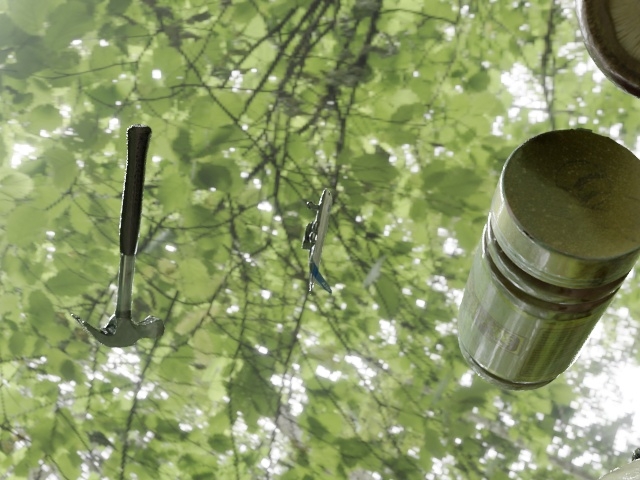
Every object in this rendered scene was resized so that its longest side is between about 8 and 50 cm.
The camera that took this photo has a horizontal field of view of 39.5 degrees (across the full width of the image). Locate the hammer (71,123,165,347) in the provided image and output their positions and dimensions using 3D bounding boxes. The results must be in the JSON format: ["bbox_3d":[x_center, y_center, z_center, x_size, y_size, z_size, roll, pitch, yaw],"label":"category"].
[{"bbox_3d":[-0.209,-0.002,0.950,0.103,0.029,0.247,-8,-68,-42],"label":"hammer"}]

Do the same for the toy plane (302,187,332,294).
[{"bbox_3d":[-0.003,0.001,0.707,0.024,0.078,0.085,0,-86,3],"label":"toy plane"}]

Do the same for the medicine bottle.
[{"bbox_3d":[0.240,0.039,0.963,0.151,0.151,0.322,-45,-21,-24],"label":"medicine bottle"}]

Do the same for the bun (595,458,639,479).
[{"bbox_3d":[0.174,0.209,0.340,0.273,0.273,0.168,-36,-37,-29],"label":"bun"}]

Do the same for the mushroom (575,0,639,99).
[{"bbox_3d":[0.338,-0.217,0.792,0.138,0.194,0.231,-23,-97,-49],"label":"mushroom"}]

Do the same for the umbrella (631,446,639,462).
[{"bbox_3d":[0.592,0.549,1.661,0.118,0.118,0.340,-11,-73,-37],"label":"umbrella"}]
